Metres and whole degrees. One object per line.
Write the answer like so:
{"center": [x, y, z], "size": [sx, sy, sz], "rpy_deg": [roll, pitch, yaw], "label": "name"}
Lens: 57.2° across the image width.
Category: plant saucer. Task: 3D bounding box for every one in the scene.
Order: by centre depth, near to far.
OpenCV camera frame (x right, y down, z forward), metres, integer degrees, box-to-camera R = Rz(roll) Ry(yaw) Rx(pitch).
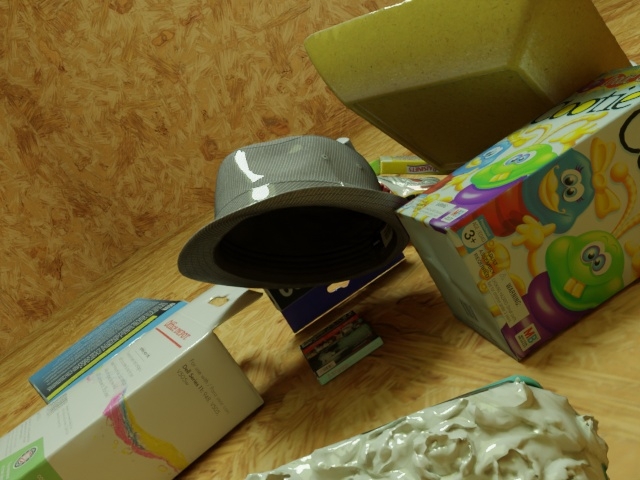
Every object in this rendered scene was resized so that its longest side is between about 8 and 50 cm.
{"center": [0.192, -0.172, 0.731], "size": [0.332, 0.332, 0.081], "rpy_deg": [-1, 72, 45], "label": "plant saucer"}

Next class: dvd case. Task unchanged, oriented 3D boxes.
{"center": [0.022, 0.128, 0.721], "size": [0.087, 0.013, 0.119], "rpy_deg": [-33, 12, -7], "label": "dvd case"}

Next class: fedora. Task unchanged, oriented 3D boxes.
{"center": [-0.028, -0.038, 0.680], "size": [0.275, 0.124, 0.244], "rpy_deg": [3, -28, -26], "label": "fedora"}

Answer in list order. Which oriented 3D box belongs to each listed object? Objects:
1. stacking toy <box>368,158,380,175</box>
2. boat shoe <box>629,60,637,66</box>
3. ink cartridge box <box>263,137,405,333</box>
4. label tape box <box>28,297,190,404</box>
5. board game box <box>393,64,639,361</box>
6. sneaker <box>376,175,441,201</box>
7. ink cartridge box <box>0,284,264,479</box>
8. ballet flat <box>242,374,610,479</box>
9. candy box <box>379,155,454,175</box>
{"center": [0.008, -0.142, 1.322], "size": [0.279, 0.130, 0.309], "rpy_deg": [-33, 2, 21], "label": "stacking toy"}
{"center": [0.414, -0.202, 0.867], "size": [0.088, 0.096, 0.267], "rpy_deg": [-32, 12, 15], "label": "boat shoe"}
{"center": [0.000, 0.000, 0.816], "size": [0.206, 0.208, 0.045], "rpy_deg": [-34, 19, -8], "label": "ink cartridge box"}
{"center": [-0.334, 0.214, 0.997], "size": [0.249, 0.115, 0.347], "rpy_deg": [-39, 18, -28], "label": "label tape box"}
{"center": [0.236, -0.038, 0.563], "size": [0.275, 0.142, 0.144], "rpy_deg": [-33, 14, -5], "label": "board game box"}
{"center": [0.141, -0.059, 0.928], "size": [0.225, 0.088, 0.092], "rpy_deg": [19, 33, 40], "label": "sneaker"}
{"center": [-0.211, 0.204, 0.733], "size": [0.353, 0.119, 0.207], "rpy_deg": [-37, 15, -20], "label": "ink cartridge box"}
{"center": [-0.029, 0.203, 0.339], "size": [0.408, 0.147, 0.147], "rpy_deg": [-28, 14, 19], "label": "ballet flat"}
{"center": [0.201, -0.124, 0.974], "size": [0.205, 0.027, 0.105], "rpy_deg": [1, 15, 4], "label": "candy box"}
